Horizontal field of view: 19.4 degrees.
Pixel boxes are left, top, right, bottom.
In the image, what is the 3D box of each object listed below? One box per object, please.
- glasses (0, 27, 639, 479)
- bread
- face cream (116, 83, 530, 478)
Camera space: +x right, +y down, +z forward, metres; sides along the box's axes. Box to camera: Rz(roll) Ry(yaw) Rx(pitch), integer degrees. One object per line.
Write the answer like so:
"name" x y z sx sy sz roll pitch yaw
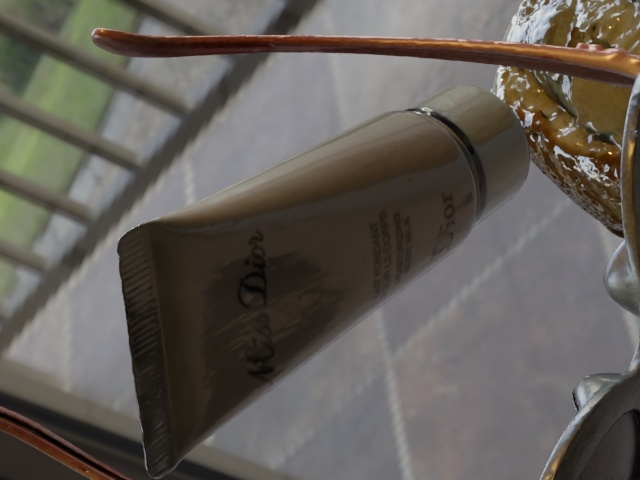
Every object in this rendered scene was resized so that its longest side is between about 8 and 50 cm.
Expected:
"glasses" 0.017 0.021 0.755 0.268 0.118 0.234 12 79 24
"bread" 0.289 -0.115 1.549 0.225 0.279 0.250 -57 24 1
"face cream" 0.000 0.000 1.034 0.089 0.314 0.143 19 125 36
